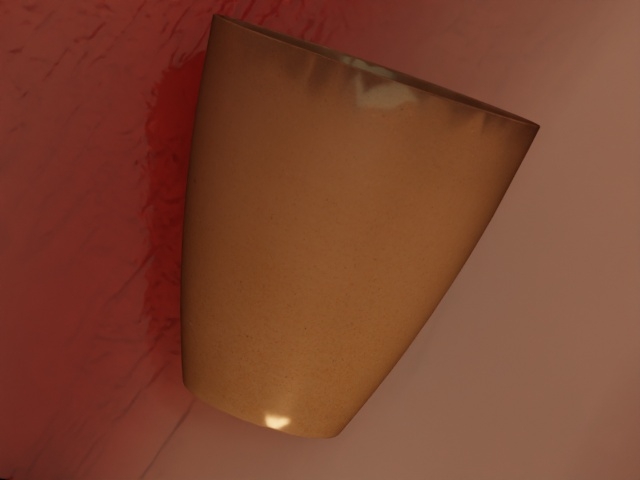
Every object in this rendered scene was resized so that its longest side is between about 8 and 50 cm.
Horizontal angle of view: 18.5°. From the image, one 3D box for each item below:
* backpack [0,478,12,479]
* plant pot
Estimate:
[{"bbox_3d":[-0.229,0.238,1.462,0.105,0.084,0.114,12,85,-9],"label":"backpack"},{"bbox_3d":[0.000,0.000,1.475,0.257,0.256,0.274,17,97,-11],"label":"plant pot"}]
